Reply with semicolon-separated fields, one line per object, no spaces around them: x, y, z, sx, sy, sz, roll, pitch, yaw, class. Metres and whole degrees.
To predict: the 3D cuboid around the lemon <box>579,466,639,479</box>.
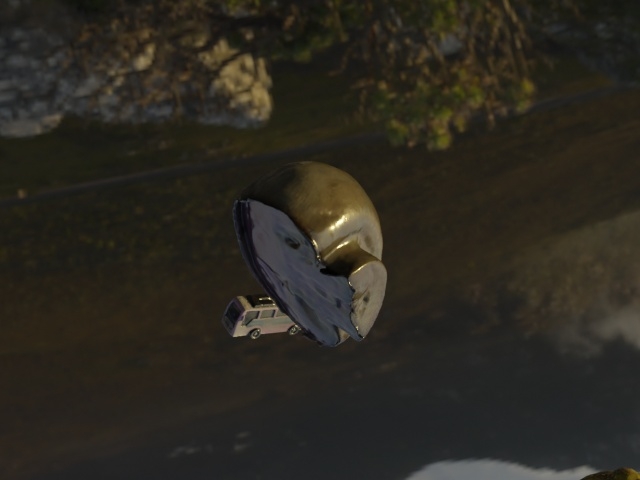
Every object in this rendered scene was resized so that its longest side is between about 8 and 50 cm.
0.466;0.507;1.780;0.364;0.364;0.364;-13;166;-3;lemon

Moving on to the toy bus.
-0.060;0.093;1.517;0.130;0.037;0.052;-2;128;-35;toy bus

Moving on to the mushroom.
0.000;0.000;1.043;0.141;0.117;0.188;20;152;24;mushroom
